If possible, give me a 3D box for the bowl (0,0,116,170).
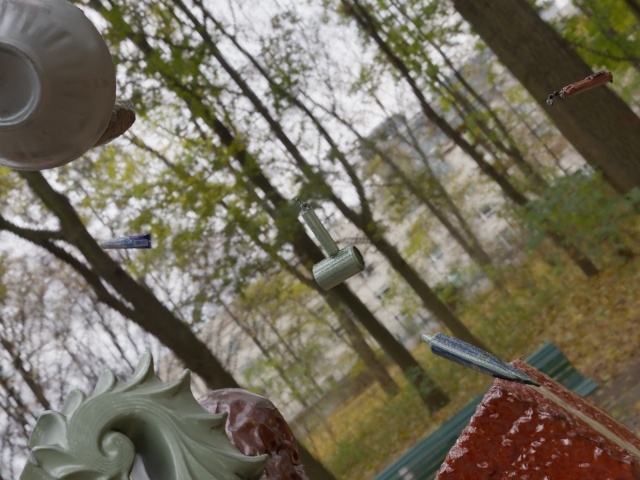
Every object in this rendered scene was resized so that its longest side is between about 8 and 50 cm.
[{"bbox_3d":[-0.300,-0.154,0.771,0.189,0.189,0.086,-40,14,6],"label":"bowl"}]

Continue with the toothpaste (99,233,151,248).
[{"bbox_3d":[-0.303,0.005,1.239,0.083,0.024,0.015,-5,-3,12],"label":"toothpaste"}]

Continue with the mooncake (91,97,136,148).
[{"bbox_3d":[-0.401,-0.211,1.444,0.125,0.073,0.130,-24,7,16],"label":"mooncake"}]

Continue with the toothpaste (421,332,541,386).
[{"bbox_3d":[0.227,0.173,1.163,0.057,0.197,0.034,27,-96,-47],"label":"toothpaste"}]

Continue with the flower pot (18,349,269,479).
[{"bbox_3d":[-0.208,0.340,1.068,0.254,0.367,0.164,-32,-20,-48],"label":"flower pot"}]

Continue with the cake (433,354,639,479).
[{"bbox_3d":[0.365,0.380,1.324,0.270,0.269,0.319,-61,-19,12],"label":"cake"}]

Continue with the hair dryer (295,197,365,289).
[{"bbox_3d":[0.000,0.000,1.017,0.063,0.124,0.038,-31,12,17],"label":"hair dryer"}]

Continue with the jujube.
[{"bbox_3d":[-0.147,0.437,1.368,0.276,0.276,0.377,-41,31,17],"label":"jujube"}]

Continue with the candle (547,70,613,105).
[{"bbox_3d":[0.435,-0.258,1.334,0.167,0.021,0.026,-23,-50,-31],"label":"candle"}]
